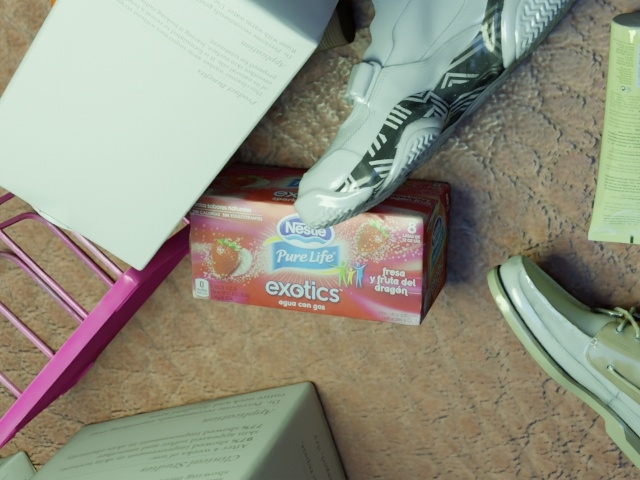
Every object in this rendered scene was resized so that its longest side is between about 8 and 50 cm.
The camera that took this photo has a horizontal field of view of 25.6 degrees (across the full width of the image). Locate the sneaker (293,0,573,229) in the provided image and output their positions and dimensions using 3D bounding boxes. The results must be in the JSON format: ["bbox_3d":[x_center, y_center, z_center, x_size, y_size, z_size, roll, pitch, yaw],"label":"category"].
[{"bbox_3d":[0.066,-0.192,1.368,0.210,0.137,0.366,44,89,5],"label":"sneaker"}]

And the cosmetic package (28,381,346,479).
[{"bbox_3d":[-0.160,0.401,1.544,0.329,0.393,0.327,-12,104,22],"label":"cosmetic package"}]

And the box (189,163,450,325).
[{"bbox_3d":[0.000,0.000,1.497,0.257,0.128,0.122,6,110,16],"label":"box"}]

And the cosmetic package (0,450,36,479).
[{"bbox_3d":[-0.460,0.364,1.800,0.231,0.085,0.117,-20,101,25],"label":"cosmetic package"}]

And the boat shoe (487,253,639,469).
[{"bbox_3d":[0.301,0.116,1.458,0.103,0.113,0.302,-40,104,24],"label":"boat shoe"}]

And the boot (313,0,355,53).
[{"bbox_3d":[-0.056,-0.280,1.451,0.152,0.073,0.197,-5,104,24],"label":"boot"}]

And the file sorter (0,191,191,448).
[{"bbox_3d":[-0.307,0.049,1.574,0.182,0.202,0.290,43,116,1],"label":"file sorter"}]

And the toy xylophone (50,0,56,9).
[{"bbox_3d":[-0.170,-0.235,1.433,0.236,0.081,0.322,21,137,0],"label":"toy xylophone"}]

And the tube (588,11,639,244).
[{"bbox_3d":[0.315,-0.105,1.403,0.070,0.062,0.240,33,132,54],"label":"tube"}]

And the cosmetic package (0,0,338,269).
[{"bbox_3d":[-0.159,-0.165,1.330,0.217,0.156,0.385,33,136,-13],"label":"cosmetic package"}]
